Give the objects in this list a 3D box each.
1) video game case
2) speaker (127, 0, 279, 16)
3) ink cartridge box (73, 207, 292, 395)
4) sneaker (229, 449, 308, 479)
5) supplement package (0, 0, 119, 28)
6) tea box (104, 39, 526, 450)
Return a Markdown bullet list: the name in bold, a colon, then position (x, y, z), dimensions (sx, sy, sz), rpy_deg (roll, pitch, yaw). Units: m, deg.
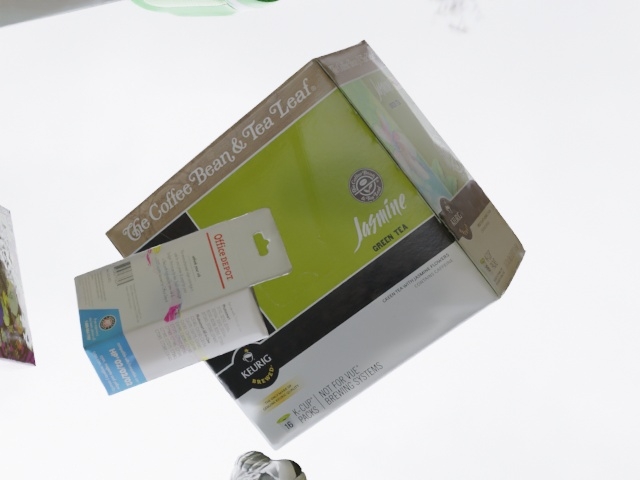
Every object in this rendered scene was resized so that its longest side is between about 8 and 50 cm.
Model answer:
- **video game case**: position (-0.403, 0.046, 1.488), dimensions (0.042, 0.232, 0.210), rpy_deg (-12, -100, 2)
- **speaker**: position (-0.151, -0.351, 1.584), dimensions (0.131, 0.296, 0.131), rpy_deg (-7, -78, -37)
- **ink cartridge box**: position (-0.110, 0.049, 1.065), dimensions (0.181, 0.061, 0.104), rpy_deg (-20, -143, -2)
- **sneaker**: position (-0.091, 0.265, 1.202), dimensions (0.132, 0.229, 0.086), rpy_deg (-29, -95, -20)
- **supplement package**: position (-0.201, -0.291, 0.811), dimensions (0.199, 0.262, 0.198), rpy_deg (-15, -155, -6)
- **tea box**: position (0.000, 0.000, 1.439), dimensions (0.323, 0.329, 0.220), rpy_deg (53, -158, -2)
